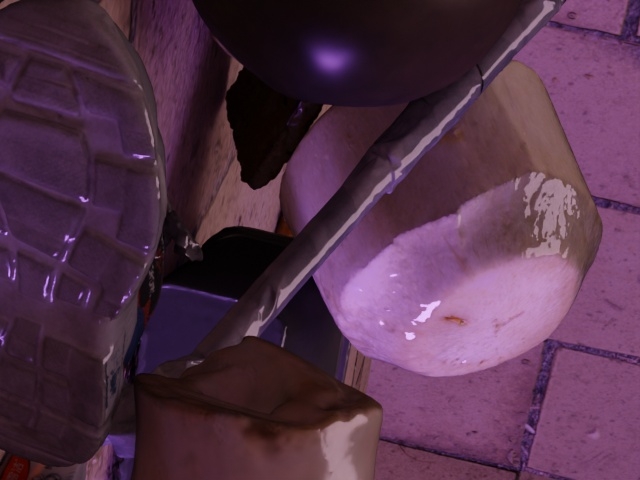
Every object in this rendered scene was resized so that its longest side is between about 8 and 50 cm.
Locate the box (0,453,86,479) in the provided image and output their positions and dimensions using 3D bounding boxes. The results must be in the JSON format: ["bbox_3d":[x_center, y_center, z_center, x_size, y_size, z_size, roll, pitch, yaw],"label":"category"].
[{"bbox_3d":[-0.157,0.204,0.995,0.055,0.039,0.218,-72,172,-52],"label":"box"}]

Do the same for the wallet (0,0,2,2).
[{"bbox_3d":[-0.120,-0.158,0.582,0.247,0.041,0.323,94,14,-53],"label":"wallet"}]

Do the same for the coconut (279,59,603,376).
[{"bbox_3d":[0.079,-0.030,1.236,0.202,0.202,0.222,95,-23,-52],"label":"coconut"}]

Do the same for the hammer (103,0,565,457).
[{"bbox_3d":[0.017,-0.029,1.078,0.427,0.152,0.044,-50,119,-31],"label":"hammer"}]

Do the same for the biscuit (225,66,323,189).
[{"bbox_3d":[0.001,-0.150,1.251,0.231,0.025,0.131,-57,-154,28],"label":"biscuit"}]

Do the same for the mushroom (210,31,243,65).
[{"bbox_3d":[-0.013,-0.255,1.174,0.100,0.081,0.312,-114,-147,-69],"label":"mushroom"}]

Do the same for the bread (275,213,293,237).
[{"bbox_3d":[0.000,0.000,1.881,0.236,0.070,0.236,12,90,-84],"label":"bread"}]

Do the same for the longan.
[{"bbox_3d":[0.026,-0.193,1.029,0.246,0.215,0.246,-59,-176,7],"label":"longan"}]

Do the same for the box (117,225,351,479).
[{"bbox_3d":[-0.071,0.137,1.286,0.178,0.138,0.274,-28,128,-74],"label":"box"}]

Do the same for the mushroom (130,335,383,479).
[{"bbox_3d":[-0.061,0.199,0.834,0.292,0.292,0.290,-60,150,-70],"label":"mushroom"}]

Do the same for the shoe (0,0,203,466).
[{"bbox_3d":[-0.098,-0.014,0.774,0.125,0.099,0.227,-57,165,-51],"label":"shoe"}]
